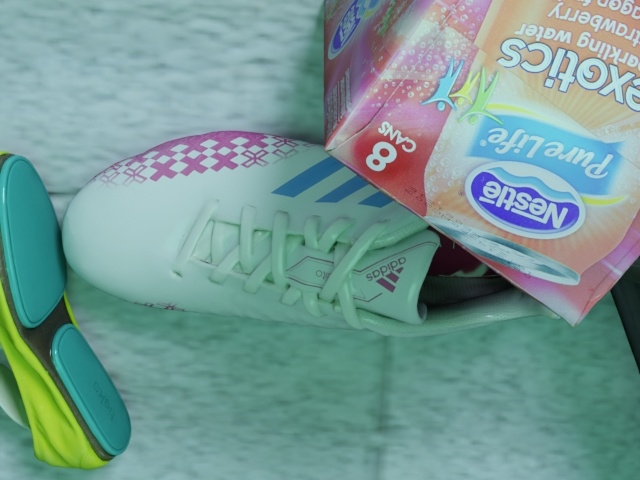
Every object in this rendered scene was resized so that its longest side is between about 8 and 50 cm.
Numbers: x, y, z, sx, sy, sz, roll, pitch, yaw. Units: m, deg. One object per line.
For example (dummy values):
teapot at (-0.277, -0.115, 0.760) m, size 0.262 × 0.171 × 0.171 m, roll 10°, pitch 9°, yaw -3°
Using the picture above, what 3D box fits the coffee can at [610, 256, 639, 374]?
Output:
coffee can at (0.301, 0.078, 0.893) m, size 0.202 × 0.201 × 0.275 m, roll -21°, pitch 111°, yaw 8°

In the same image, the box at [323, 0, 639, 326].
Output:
box at (0.098, -0.105, 0.765) m, size 0.154 × 0.300 × 0.142 m, roll 35°, pitch 108°, yaw -13°

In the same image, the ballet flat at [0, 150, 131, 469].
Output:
ballet flat at (-0.196, 0.054, 0.957) m, size 0.077 × 0.077 × 0.231 m, roll -8°, pitch 115°, yaw 21°

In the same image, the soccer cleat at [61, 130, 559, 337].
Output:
soccer cleat at (0.000, 0.000, 0.892) m, size 0.331 × 0.143 × 0.116 m, roll -2°, pitch 112°, yaw 1°
